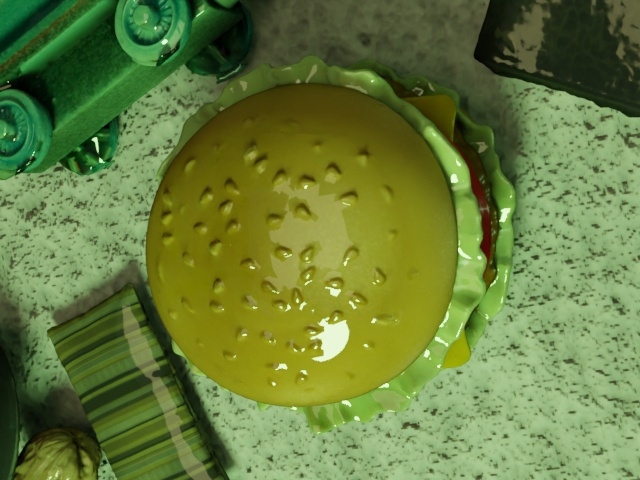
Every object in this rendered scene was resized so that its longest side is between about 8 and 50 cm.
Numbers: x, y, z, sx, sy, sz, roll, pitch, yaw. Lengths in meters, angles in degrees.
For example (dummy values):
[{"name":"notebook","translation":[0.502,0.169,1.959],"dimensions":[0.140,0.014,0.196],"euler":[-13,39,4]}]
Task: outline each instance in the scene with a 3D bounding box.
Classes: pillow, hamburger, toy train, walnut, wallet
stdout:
[{"name":"pillow","translation":[-0.161,0.148,1.131],"dimensions":[0.113,0.038,0.203],"euler":[-27,86,27]},{"name":"hamburger","translation":[0.000,0.000,0.942],"dimensions":[0.275,0.212,0.274],"euler":[4,99,23]},{"name":"toy train","translation":[-0.196,-0.179,1.058],"dimensions":[0.298,0.120,0.194],"euler":[-33,77,24]},{"name":"walnut","translation":[-0.240,0.213,1.151],"dimensions":[0.082,0.079,0.096],"euler":[42,111,14]},{"name":"wallet","translation":[0.227,-0.253,0.900],"dimensions":[0.170,0.044,0.321],"euler":[20,109,20]}]

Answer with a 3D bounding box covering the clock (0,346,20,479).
[{"name":"clock","translation":[-0.337,0.166,1.169],"dimensions":[0.185,0.040,0.184],"euler":[-2,87,47]}]
